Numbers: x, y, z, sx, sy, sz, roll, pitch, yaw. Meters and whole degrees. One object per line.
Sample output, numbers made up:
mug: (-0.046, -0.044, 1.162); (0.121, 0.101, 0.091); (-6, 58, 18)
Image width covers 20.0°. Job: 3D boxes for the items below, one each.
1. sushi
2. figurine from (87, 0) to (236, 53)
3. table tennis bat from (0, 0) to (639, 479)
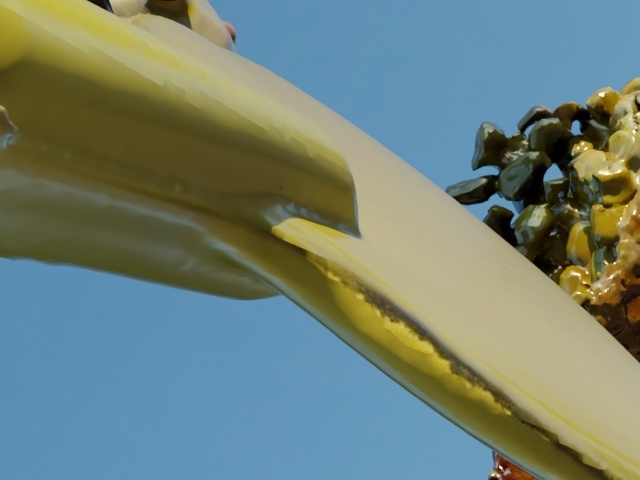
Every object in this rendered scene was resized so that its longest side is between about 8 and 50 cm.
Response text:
sushi: (0.182, 0.023, 1.240); (0.179, 0.167, 0.296); (19, -82, -20)
figurine: (-0.113, -0.120, 0.993); (0.154, 0.421, 0.193); (-40, -80, -5)
table tennis bat: (0.000, 0.000, 0.475); (0.054, 0.224, 0.368); (-52, -28, 9)
